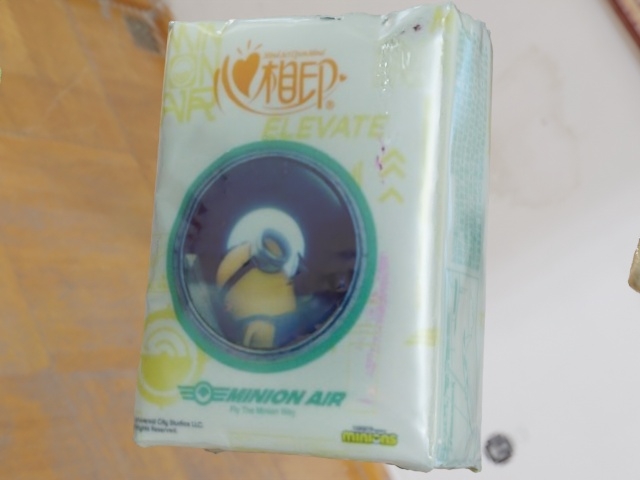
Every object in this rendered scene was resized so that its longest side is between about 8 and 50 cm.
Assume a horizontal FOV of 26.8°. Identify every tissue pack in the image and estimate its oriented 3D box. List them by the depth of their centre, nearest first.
[{"bbox_3d":[0.000,0.000,1.186,0.162,0.287,0.388,21,71,-67],"label":"tissue pack"}]

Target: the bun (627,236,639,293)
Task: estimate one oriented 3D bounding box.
[{"bbox_3d":[0.371,0.010,1.426,0.069,0.115,0.115,18,23,11],"label":"bun"}]
